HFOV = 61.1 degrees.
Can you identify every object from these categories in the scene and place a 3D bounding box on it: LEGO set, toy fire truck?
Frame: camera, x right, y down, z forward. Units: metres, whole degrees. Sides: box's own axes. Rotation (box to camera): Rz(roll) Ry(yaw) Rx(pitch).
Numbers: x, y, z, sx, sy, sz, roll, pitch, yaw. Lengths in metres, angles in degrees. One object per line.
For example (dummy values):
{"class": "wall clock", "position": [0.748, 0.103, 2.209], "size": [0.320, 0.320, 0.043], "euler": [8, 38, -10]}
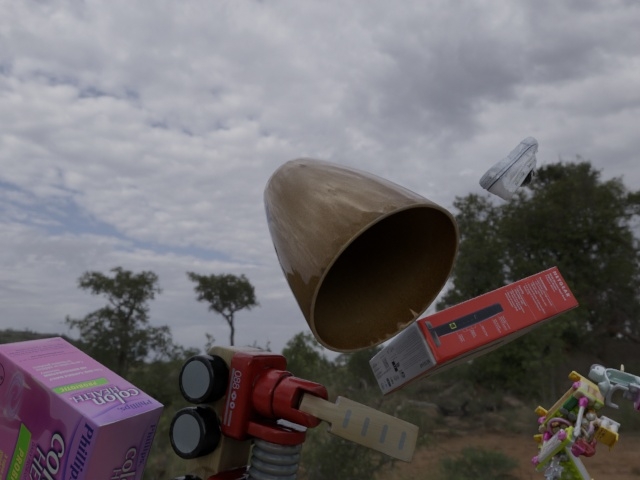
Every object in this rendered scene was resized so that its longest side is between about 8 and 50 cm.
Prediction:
{"class": "LEGO set", "position": [0.330, 0.291, 0.694], "size": [0.132, 0.287, 0.107], "euler": [14, 30, 28]}
{"class": "toy fire truck", "position": [-0.034, 0.248, 0.628], "size": [0.246, 0.217, 0.158], "euler": [5, -8, 33]}

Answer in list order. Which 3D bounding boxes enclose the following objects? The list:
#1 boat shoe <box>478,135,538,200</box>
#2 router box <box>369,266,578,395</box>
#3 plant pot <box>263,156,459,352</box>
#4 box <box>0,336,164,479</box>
{"class": "boat shoe", "position": [0.404, -0.141, 1.120], "size": [0.226, 0.076, 0.083], "euler": [-36, -13, -37]}
{"class": "router box", "position": [0.280, 0.189, 1.069], "size": [0.301, 0.082, 0.335], "euler": [-18, -20, -16]}
{"class": "plant pot", "position": [0.024, -0.011, 0.782], "size": [0.237, 0.237, 0.254], "euler": [11, 25, -42]}
{"class": "box", "position": [-0.376, 0.290, 0.777], "size": [0.242, 0.214, 0.117], "euler": [22, 7, 25]}
